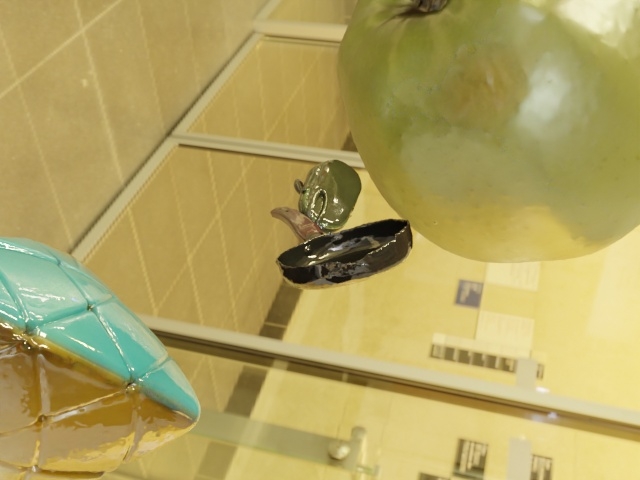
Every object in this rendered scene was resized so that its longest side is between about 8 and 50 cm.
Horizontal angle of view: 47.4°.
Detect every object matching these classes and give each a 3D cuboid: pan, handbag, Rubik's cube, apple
[{"bbox_3d":[0.000,0.003,0.645,0.212,0.114,0.040,24,-50,63],"label":"pan"},{"bbox_3d":[0.004,-0.041,0.768,0.047,0.072,0.111,-51,-167,46],"label":"handbag"},{"bbox_3d":[-0.207,0.087,0.620,0.254,0.254,0.255,9,90,-76],"label":"Rubik's cube"},{"bbox_3d":[0.247,-0.198,0.931,0.473,0.473,0.474,9,90,-76],"label":"apple"}]
